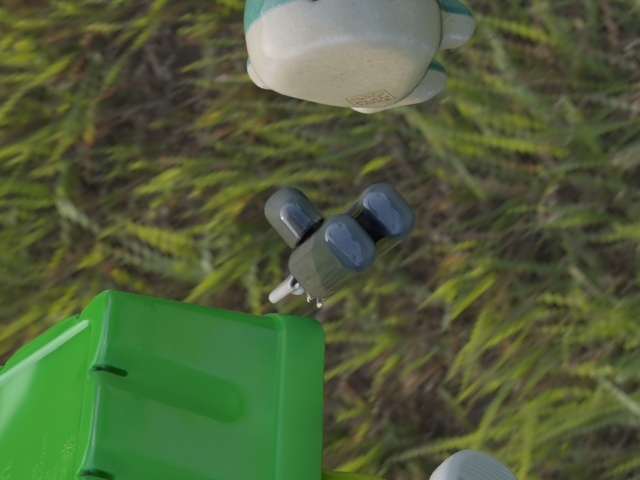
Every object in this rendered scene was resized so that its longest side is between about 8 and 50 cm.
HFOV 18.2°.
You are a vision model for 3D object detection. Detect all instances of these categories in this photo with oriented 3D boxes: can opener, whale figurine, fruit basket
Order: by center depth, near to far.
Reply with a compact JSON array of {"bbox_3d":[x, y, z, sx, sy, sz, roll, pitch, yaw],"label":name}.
[{"bbox_3d":[-0.054,0.243,1.396,0.283,0.392,0.392,-33,91,38],"label":"fruit basket"},{"bbox_3d":[0.000,0.000,1.513,0.093,0.074,0.280,50,167,-4],"label":"can opener"},{"bbox_3d":[0.034,-0.197,1.820,0.216,0.272,0.141,-12,75,17],"label":"whale figurine"}]

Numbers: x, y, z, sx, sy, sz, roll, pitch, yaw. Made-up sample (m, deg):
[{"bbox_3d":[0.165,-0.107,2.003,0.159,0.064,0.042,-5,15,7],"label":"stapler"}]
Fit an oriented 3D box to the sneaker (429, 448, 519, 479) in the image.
[{"bbox_3d":[0.049,0.242,1.025,0.151,0.094,0.255,-23,62,44],"label":"sneaker"}]
